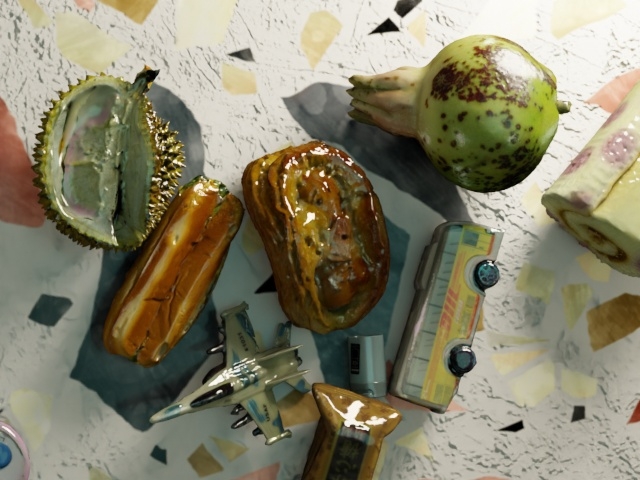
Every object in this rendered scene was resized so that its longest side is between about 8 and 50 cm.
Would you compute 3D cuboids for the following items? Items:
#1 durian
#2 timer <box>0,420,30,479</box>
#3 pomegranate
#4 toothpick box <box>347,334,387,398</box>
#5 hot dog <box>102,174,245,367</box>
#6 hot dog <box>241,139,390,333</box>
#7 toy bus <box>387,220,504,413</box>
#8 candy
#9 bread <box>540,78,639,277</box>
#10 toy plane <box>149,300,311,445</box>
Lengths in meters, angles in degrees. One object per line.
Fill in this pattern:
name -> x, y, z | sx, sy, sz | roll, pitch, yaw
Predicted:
durian -> -0.267, -0.107, 1.816 | 0.193, 0.138, 0.237 | 28, 83, -12
timer -> -0.473, 0.292, 1.769 | 0.208, 0.069, 0.191 | 26, 80, -17
pomegranate -> 0.186, -0.192, 1.937 | 0.276, 0.222, 0.204 | 33, 95, 3
toothpick box -> 0.063, 0.171, 1.961 | 0.052, 0.052, 0.083 | -4, 88, -18
hot dog -> -0.186, 0.042, 1.871 | 0.115, 0.072, 0.269 | 34, 77, -14
hot dog -> 0.001, -0.002, 1.910 | 0.175, 0.114, 0.259 | -22, 95, -29
toy bus -> 0.172, 0.101, 1.984 | 0.106, 0.092, 0.268 | 18, 83, -7
candy -> 0.021, 0.334, 1.919 | 0.143, 0.101, 0.271 | 15, 92, -8
bread -> 0.484, -0.125, 2.058 | 0.187, 0.155, 0.338 | 41, 79, -5
toy plane -> -0.123, 0.189, 1.872 | 0.262, 0.088, 0.192 | -19, 92, -33
